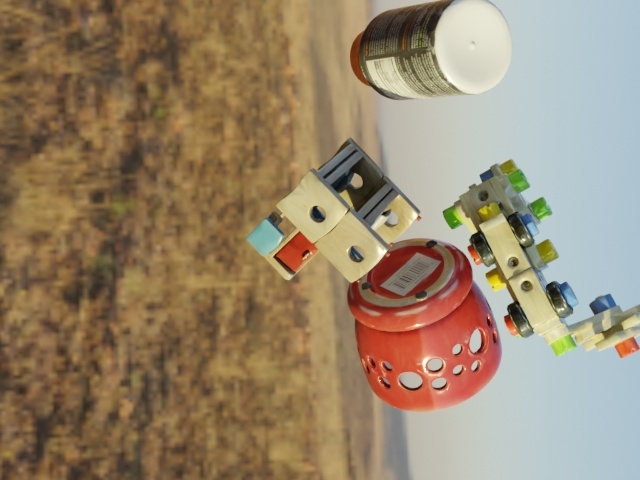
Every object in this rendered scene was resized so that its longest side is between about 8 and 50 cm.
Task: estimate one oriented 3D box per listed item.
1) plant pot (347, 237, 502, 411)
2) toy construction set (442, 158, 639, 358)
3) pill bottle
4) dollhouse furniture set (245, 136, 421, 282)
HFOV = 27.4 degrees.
[{"bbox_3d":[0.131,0.103,1.749,0.191,0.191,0.174,-88,161,-53],"label":"plant pot"},{"bbox_3d":[0.284,0.038,1.730,0.327,0.151,0.215,49,9,17],"label":"toy construction set"},{"bbox_3d":[0.139,-0.259,1.799,0.246,0.130,0.130,6,-80,59],"label":"pill bottle"},{"bbox_3d":[0.000,0.000,1.547,0.129,0.184,0.129,46,31,0],"label":"dollhouse furniture set"}]
